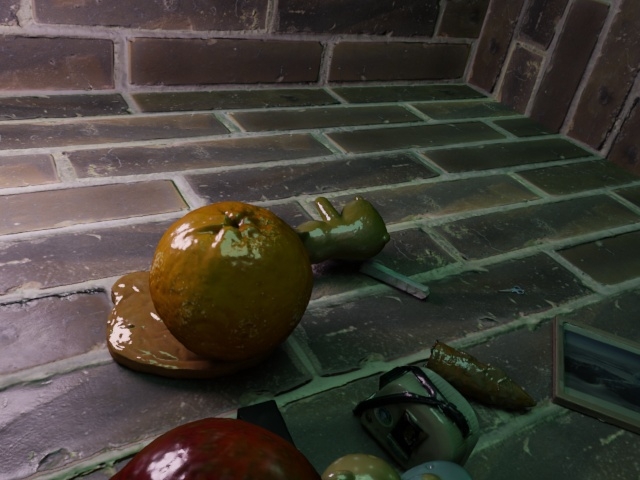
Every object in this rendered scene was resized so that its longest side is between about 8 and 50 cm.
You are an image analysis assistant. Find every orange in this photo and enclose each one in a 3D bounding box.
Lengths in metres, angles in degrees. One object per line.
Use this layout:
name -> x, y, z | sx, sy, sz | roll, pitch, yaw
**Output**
orange -> -0.179, 0.070, 1.173 | 0.341, 0.293, 0.340 | 10, 37, -8

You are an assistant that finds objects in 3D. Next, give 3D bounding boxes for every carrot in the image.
carrot -> 0.357, 0.315, 1.268 | 0.263, 0.101, 0.102 | 23, 34, 8

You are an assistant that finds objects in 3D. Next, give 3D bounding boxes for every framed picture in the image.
framed picture -> 0.792, 0.357, 1.376 | 0.446, 0.028, 0.326 | 19, 34, 11

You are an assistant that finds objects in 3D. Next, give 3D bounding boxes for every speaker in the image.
speaker -> -0.083, 0.398, 1.041 | 0.082, 0.044, 0.218 | -8, 38, -27

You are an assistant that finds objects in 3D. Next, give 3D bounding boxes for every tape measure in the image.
tape measure -> 0.173, 0.333, 1.074 | 0.115, 0.207, 0.235 | -21, 47, -36

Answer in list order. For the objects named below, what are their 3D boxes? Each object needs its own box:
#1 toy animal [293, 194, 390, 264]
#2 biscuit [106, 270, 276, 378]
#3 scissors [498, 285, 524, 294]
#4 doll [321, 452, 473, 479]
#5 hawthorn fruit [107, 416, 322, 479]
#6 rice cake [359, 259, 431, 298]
toy animal -> 0.000, -0.010, 1.552 | 0.363, 0.181, 0.180 | -7, 33, -19
biscuit -> -0.289, 0.171, 1.309 | 0.385, 0.062, 0.365 | -1, 34, -18
scissors -> 0.552, 0.146, 1.646 | 0.083, 0.006, 0.036 | -1, 37, -18
doll -> 0.115, 0.436, 0.922 | 0.261, 0.177, 0.161 | 6, 41, -9
hawthorn fruit -> -0.129, 0.429, 0.715 | 0.403, 0.402, 0.402 | 8, 33, -5
rice cake -> 0.206, 0.109, 1.575 | 0.211, 0.034, 0.043 | 25, 27, 21
